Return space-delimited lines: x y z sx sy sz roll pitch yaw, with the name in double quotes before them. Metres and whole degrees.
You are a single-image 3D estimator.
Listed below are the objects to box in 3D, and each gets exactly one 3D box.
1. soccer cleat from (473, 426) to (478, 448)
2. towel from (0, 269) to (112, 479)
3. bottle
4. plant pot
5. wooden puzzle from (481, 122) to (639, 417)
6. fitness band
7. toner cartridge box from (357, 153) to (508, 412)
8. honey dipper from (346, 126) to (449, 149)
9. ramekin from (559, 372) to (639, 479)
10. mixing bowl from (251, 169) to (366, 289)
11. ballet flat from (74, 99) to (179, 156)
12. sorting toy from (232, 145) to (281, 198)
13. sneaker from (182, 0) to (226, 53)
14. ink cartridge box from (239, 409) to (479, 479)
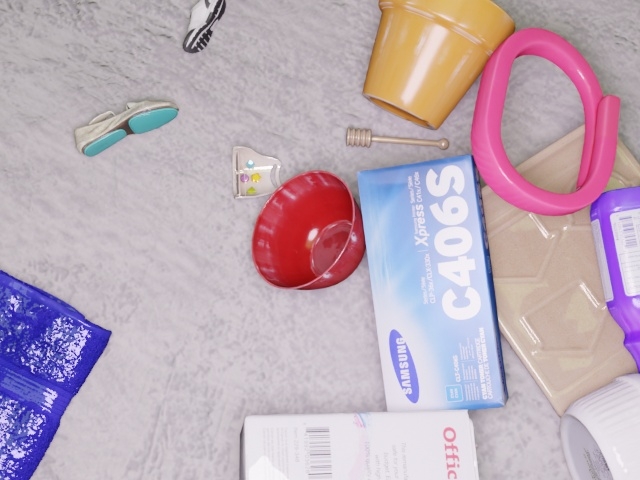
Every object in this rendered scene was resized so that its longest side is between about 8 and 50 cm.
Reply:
"soccer cleat" 0.208 0.305 1.313 0.035 0.029 0.083 -4 71 3
"towel" -0.469 0.208 1.307 0.227 0.076 0.308 26 77 7
"bottle" 0.454 0.067 1.270 0.118 0.092 0.283 -8 80 -6
"plant pot" 0.159 -0.277 1.383 0.205 0.205 0.188 26 92 6
"wooden puzzle" 0.384 0.038 1.361 0.322 0.080 0.348 -32 83 -8
"fitness band" 0.315 -0.167 1.291 0.209 0.054 0.291 22 63 -13
"toner cartridge box" 0.158 0.063 1.292 0.165 0.075 0.348 -8 88 17
"honey dipper" 0.120 -0.156 1.428 0.160 0.030 0.030 3 76 -1
"ramekin" 0.405 0.290 1.224 0.109 0.207 0.207 -16 77 -7
"mixing bowl" 0.000 0.000 1.335 0.181 0.098 0.181 -18 58 32
"ballet flat" -0.303 -0.187 1.420 0.168 0.057 0.052 -25 68 -7
"sorting toy" -0.096 -0.098 1.407 0.075 0.045 0.083 -1 75 -8
"sneaker" -0.193 -0.347 1.473 0.043 0.040 0.109 22 73 22
"ink cartridge box" 0.048 0.348 1.218 0.306 0.131 0.226 2 68 -9
